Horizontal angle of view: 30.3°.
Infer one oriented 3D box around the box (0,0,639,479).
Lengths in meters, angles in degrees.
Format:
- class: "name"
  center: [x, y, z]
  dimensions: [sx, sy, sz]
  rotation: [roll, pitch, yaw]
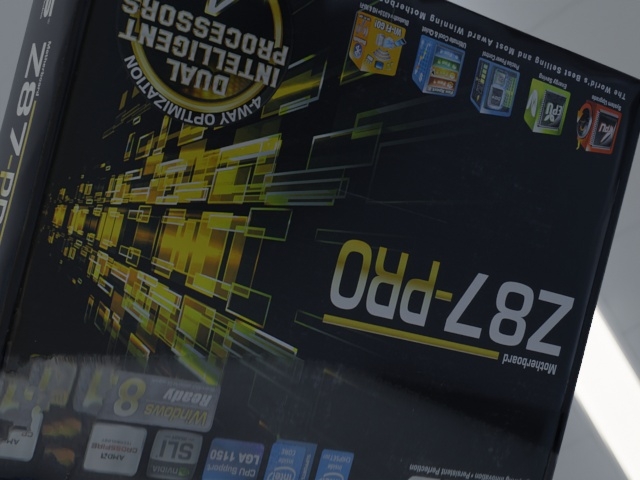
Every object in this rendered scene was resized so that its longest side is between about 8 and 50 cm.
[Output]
- class: "box"
  center: [0.000, 0.000, 0.714]
  dimensions: [0.395, 0.097, 0.318]
  rotation: [16, -90, -32]
